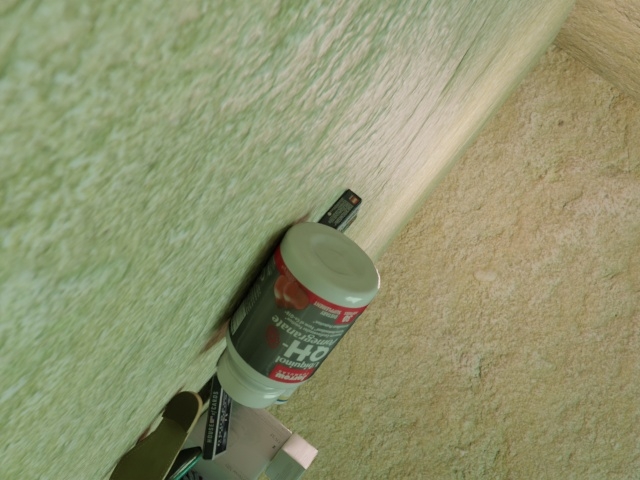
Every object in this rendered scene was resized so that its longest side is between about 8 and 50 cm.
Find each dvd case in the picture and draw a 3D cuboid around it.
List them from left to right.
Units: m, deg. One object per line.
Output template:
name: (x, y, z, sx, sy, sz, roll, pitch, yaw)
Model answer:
dvd case: (-0.239, 0.419, 1.380, 0.238, 0.029, 0.179, 99, -4, -73)

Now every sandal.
sandal: (-0.298, 0.394, 1.101, 0.240, 0.088, 0.079, -54, 166, -9)

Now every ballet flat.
ballet flat: (-0.379, 0.544, 1.274, 0.280, 0.096, 0.095, -51, 173, -3)

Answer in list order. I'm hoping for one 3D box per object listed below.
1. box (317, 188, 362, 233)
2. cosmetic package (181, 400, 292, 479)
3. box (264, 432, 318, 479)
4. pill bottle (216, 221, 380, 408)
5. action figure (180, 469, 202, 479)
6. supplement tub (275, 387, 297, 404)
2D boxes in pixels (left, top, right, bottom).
box: (0.000, 0.000, 1.144, 0.207, 0.036, 0.114, -48, 171, -15)
cosmetic package: (-0.243, 0.564, 1.615, 0.225, 0.224, 0.138, -42, 167, -47)
box: (-0.079, 0.606, 1.590, 0.101, 0.087, 0.102, -57, 169, 19)
pill bottle: (-0.053, 0.138, 0.990, 0.318, 0.176, 0.176, -56, 170, 29)
action figure: (-0.403, 0.779, 1.528, 0.370, 0.276, 0.248, -50, 173, 25)
supplement tub: (-0.122, 0.446, 1.994, 0.199, 0.144, 0.144, -54, 171, 16)
